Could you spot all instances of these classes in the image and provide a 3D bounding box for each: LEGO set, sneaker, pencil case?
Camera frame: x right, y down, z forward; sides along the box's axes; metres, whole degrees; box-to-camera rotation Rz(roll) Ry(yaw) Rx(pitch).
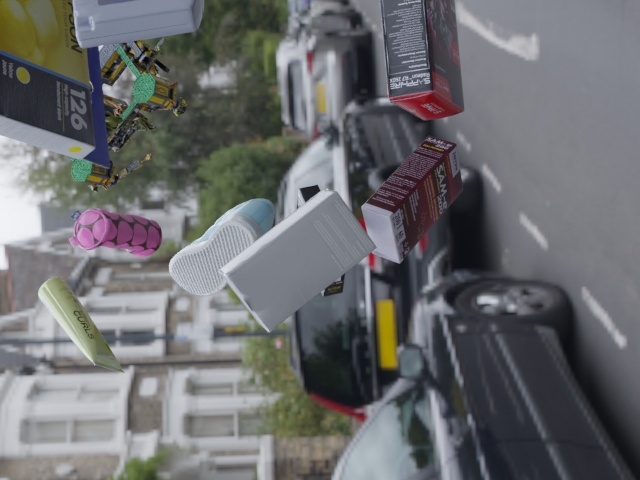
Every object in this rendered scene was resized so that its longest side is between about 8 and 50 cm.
[{"bbox_3d":[-0.400,-0.263,2.153,0.255,0.192,0.331,45,108,31],"label":"LEGO set"},{"bbox_3d":[-0.214,0.015,2.375,0.366,0.135,0.150,-30,12,47],"label":"sneaker"},{"bbox_3d":[-0.420,-0.012,2.117,0.095,0.098,0.209,54,-163,22],"label":"pencil case"}]

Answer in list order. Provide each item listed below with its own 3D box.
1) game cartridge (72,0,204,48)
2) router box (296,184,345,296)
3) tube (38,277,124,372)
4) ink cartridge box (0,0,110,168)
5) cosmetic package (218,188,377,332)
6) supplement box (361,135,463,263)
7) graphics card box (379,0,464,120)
[{"bbox_3d":[-0.278,-0.390,1.551,0.294,0.196,0.060,-108,7,-47],"label":"game cartridge"},{"bbox_3d":[0.000,0.000,2.001,0.133,0.046,0.179,97,155,-47],"label":"router box"},{"bbox_3d":[-0.466,0.169,1.993,0.240,0.070,0.062,47,138,31],"label":"tube"},{"bbox_3d":[-0.453,-0.300,1.703,0.307,0.072,0.304,15,-119,-53],"label":"ink cartridge box"},{"bbox_3d":[-0.040,0.031,1.720,0.127,0.238,0.107,56,174,-12],"label":"cosmetic package"},{"bbox_3d":[0.186,-0.083,2.026,0.239,0.073,0.130,-47,-39,-30],"label":"supplement box"},{"bbox_3d":[0.180,-0.421,1.860,0.233,0.094,0.371,6,-102,-68],"label":"graphics card box"}]
